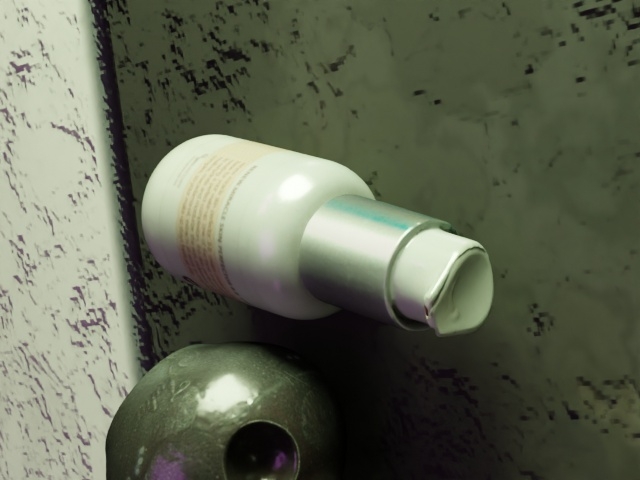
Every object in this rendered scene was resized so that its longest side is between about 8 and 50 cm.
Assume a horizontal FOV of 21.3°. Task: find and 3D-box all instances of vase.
[{"bbox_3d":[-0.010,0.127,0.764,0.183,0.120,0.120,38,125,21],"label":"vase"}]

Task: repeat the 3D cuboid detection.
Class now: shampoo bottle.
[{"bbox_3d":[0.000,0.000,0.751,0.192,0.074,0.074,15,107,46],"label":"shampoo bottle"}]
